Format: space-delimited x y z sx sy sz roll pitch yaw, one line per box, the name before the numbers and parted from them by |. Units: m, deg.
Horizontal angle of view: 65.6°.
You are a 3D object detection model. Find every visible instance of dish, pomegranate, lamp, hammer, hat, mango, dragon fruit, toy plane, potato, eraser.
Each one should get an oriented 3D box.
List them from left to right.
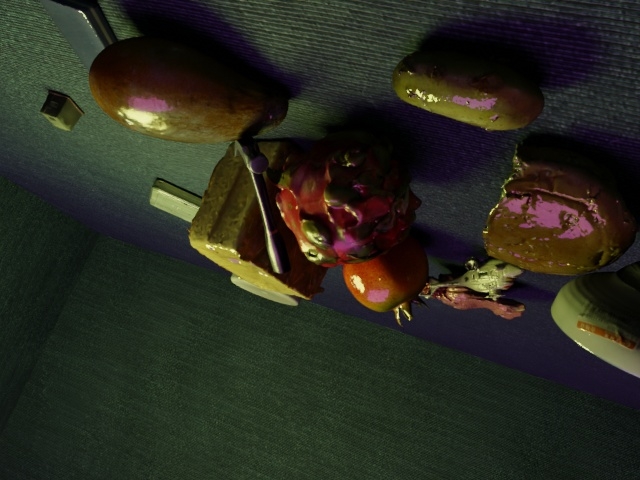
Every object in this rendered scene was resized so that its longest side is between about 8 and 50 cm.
eraser | -0.398 -0.347 0.864 0.081 0.036 0.225 20 165 3
lamp | -0.464 -0.115 1.741 0.268 0.047 0.266 25 166 -17
mango | -0.212 -0.240 0.823 0.315 0.146 0.193 5 167 -14
hammer | -0.100 -0.054 0.901 0.137 0.037 0.290 -124 17 -50
dragon fruit | 0.045 -0.075 0.897 0.302 0.236 0.231 -165 52 -79
pomegranate | 0.174 0.093 1.269 0.257 0.220 0.221 62 174 15
hat | 0.410 0.144 1.410 0.286 0.107 0.236 14 175 -7
potato | 0.177 -0.187 0.606 0.188 0.085 0.105 19 -173 18
toy plane | 0.374 0.099 1.234 0.092 0.108 0.286 6 167 -41
dish | 0.489 0.089 0.701 0.273 0.134 0.273 10 -159 -4

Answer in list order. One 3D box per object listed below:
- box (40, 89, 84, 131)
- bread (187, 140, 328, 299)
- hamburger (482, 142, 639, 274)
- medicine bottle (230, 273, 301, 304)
box | -0.641 -0.318 1.231 0.060 0.063 0.085 18 166 5
bread | -0.109 -0.042 1.115 0.207 0.279 0.279 10 164 39
hamburger | 0.381 -0.030 0.798 0.211 0.133 0.309 17 164 19
medicine bottle | -0.140 0.065 1.598 0.237 0.232 0.238 18 164 5
